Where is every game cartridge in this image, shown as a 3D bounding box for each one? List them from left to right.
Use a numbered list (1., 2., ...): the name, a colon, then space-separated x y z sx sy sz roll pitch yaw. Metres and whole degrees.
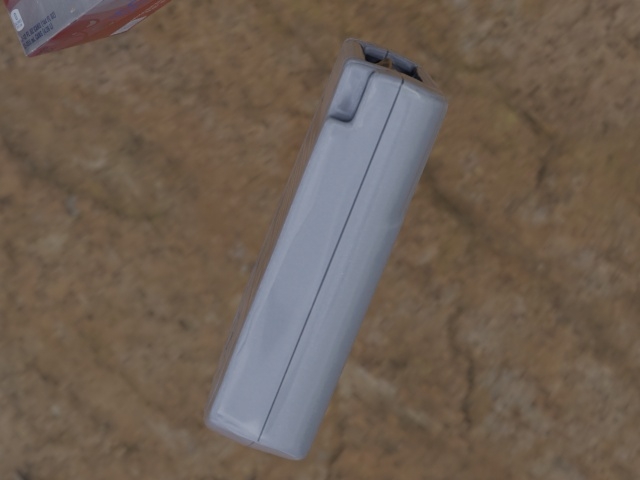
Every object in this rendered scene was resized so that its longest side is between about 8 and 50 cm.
1. game cartridge: 0.000 0.000 0.910 0.062 0.297 0.198 17 99 -2

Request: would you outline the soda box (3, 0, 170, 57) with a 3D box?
1. soda box: -0.094 -0.196 1.034 0.263 0.083 0.092 -23 88 50
